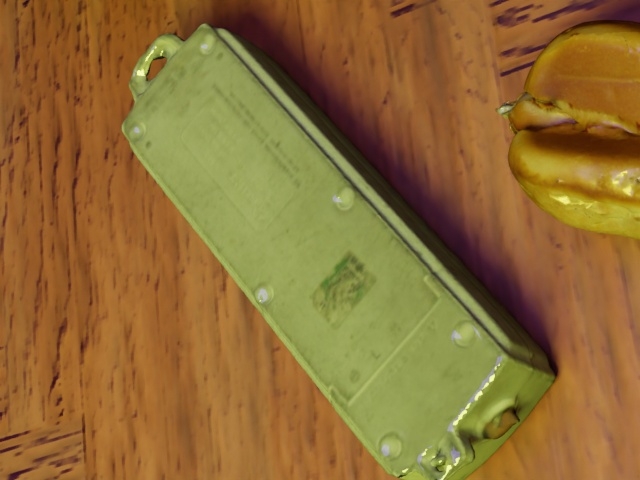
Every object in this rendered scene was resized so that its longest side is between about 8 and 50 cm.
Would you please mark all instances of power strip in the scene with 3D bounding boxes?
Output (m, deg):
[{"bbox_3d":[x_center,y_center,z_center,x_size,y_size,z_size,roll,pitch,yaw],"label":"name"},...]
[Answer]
[{"bbox_3d":[0.000,0.000,0.728,0.078,0.052,0.272,-49,54,12],"label":"power strip"}]

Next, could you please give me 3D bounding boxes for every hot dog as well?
[{"bbox_3d":[0.168,-0.032,0.617,0.236,0.062,0.092,17,86,34],"label":"hot dog"}]
